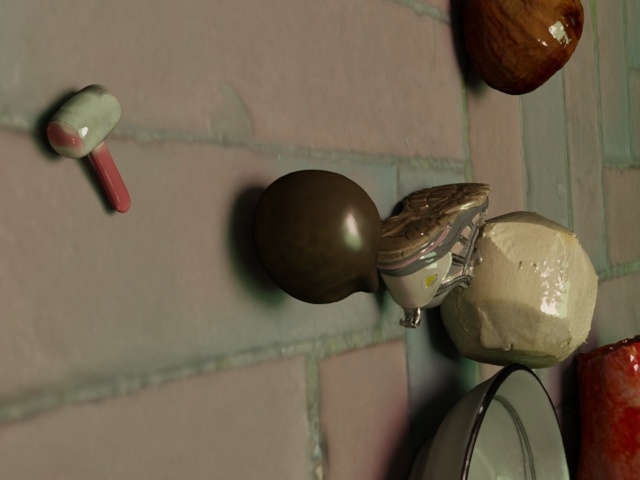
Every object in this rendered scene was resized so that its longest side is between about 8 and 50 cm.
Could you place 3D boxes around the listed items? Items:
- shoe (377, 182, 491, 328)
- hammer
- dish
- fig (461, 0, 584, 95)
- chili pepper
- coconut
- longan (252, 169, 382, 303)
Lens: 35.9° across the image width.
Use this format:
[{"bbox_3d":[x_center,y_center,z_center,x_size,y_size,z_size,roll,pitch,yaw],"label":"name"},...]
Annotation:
[{"bbox_3d":[0.114,0.008,0.937,0.180,0.089,0.092,-39,119,-49],"label":"shoe"},{"bbox_3d":[-0.135,-0.052,0.608,0.052,0.031,0.083,-54,138,-39],"label":"hammer"},{"bbox_3d":[0.157,0.278,0.978,0.316,0.106,0.316,13,75,-57],"label":"dish"},{"bbox_3d":[0.192,-0.260,1.072,0.201,0.134,0.146,41,22,-23],"label":"fig"},{"bbox_3d":[0.430,0.260,1.336,0.251,0.229,0.305,13,67,-54],"label":"chili pepper"},{"bbox_3d":[0.204,0.044,1.019,0.161,0.161,0.162,29,62,-53],"label":"coconut"},{"bbox_3d":[0.000,0.000,0.743,0.092,0.113,0.113,-44,124,-45],"label":"longan"}]
